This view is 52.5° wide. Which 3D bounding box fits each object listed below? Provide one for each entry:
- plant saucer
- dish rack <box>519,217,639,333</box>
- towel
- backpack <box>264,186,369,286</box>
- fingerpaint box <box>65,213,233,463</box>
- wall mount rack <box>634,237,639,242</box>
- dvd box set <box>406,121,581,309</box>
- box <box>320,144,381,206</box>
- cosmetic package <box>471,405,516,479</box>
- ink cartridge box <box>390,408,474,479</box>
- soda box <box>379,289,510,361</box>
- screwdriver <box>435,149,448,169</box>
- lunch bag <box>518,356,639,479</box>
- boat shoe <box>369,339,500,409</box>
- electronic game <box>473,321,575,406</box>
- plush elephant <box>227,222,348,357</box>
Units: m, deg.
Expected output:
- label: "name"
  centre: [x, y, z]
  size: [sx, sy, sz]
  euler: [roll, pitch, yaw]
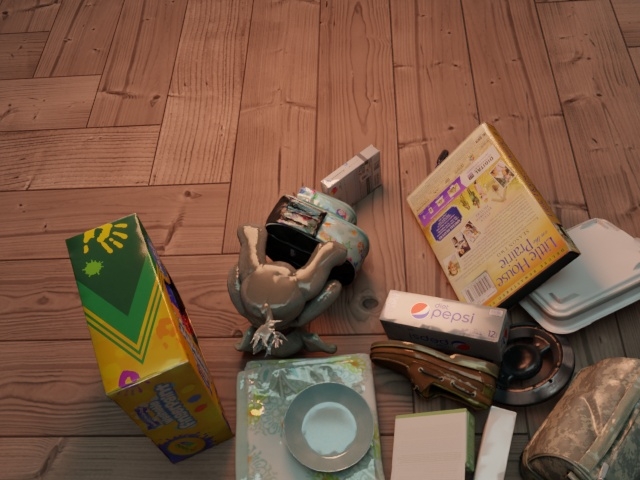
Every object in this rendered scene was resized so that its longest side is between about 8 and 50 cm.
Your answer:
- label: "plant saucer"
  centre: [0.018, 0.401, 1.390]
  size: [0.195, 0.037, 0.194]
  euler: [-1, 57, 2]
- label: "dish rack"
  centre: [0.625, 0.063, 1.564]
  size: [0.333, 0.072, 0.285]
  euler: [-24, 34, -6]
- label: "towel"
  centre: [-0.026, 0.435, 1.441]
  size: [0.321, 0.090, 0.374]
  euler: [-6, 56, 3]
- label: "backpack"
  centre: [0.000, 0.000, 1.648]
  size: [0.254, 0.225, 0.191]
  euler: [27, 64, 12]
- label: "fingerpaint box"
  centre: [-0.354, 0.224, 1.400]
  size: [0.163, 0.444, 0.371]
  euler: [-22, 56, -10]
- label: "wall mount rack"
  centre: [0.955, 0.061, 1.573]
  size: [0.350, 0.130, 0.304]
  euler: [-16, 60, -5]
- label: "dvd box set"
  centre: [0.408, -0.043, 1.612]
  size: [0.062, 0.307, 0.420]
  euler: [11, 44, -40]
- label: "box"
  centre: [0.088, -0.159, 1.790]
  size: [0.186, 0.145, 0.038]
  euler: [-39, 59, -18]
- label: "cosmetic package"
  centre: [0.356, 0.481, 1.365]
  size: [0.061, 0.099, 0.239]
  euler: [15, 59, 14]
- label: "ink cartridge box"
  centre: [0.232, 0.475, 1.355]
  size: [0.171, 0.056, 0.235]
  euler: [-14, 46, 29]
- label: "soda box"
  centre: [0.291, 0.198, 1.525]
  size: [0.286, 0.098, 0.091]
  euler: [8, 56, 28]
- label: "screwdriver"
  centre: [0.329, -0.194, 1.869]
  size: [0.024, 0.025, 0.169]
  euler: [23, 70, 19]
- label: "lunch bag"
  centre: [0.563, 0.396, 1.305]
  size: [0.213, 0.256, 0.305]
  euler: [35, 67, 25]
- label: "boat shoe"
  centre: [0.242, 0.303, 1.467]
  size: [0.307, 0.111, 0.104]
  euler: [6, 67, 32]
- label: "electronic game"
  centre: [0.460, 0.279, 1.478]
  size: [0.229, 0.048, 0.229]
  euler: [-20, 36, 15]
- label: "plush elephant"
  centre: [-0.086, 0.163, 1.529]
  size: [0.272, 0.255, 0.329]
  euler: [7, 58, 8]
